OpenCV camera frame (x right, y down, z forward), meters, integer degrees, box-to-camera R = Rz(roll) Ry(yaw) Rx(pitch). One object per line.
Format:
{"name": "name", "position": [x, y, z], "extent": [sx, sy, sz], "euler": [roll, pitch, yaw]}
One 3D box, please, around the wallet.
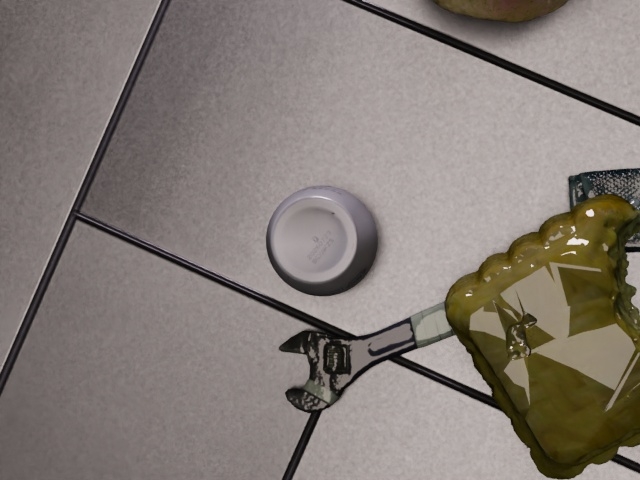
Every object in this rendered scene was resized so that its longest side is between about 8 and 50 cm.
{"name": "wallet", "position": [0.325, -0.031, 1.508], "extent": [0.129, 0.026, 0.088], "euler": [-3, 89, 7]}

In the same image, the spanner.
{"name": "spanner", "position": [0.102, 0.091, 1.537], "extent": [0.316, 0.024, 0.087], "euler": [-24, 83, 6]}

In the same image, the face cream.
{"name": "face cream", "position": [0.000, 0.000, 1.508], "extent": [0.117, 0.104, 0.117], "euler": [0, 88, 7]}

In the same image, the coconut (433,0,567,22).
{"name": "coconut", "position": [0.185, -0.357, 1.431], "extent": [0.259, 0.259, 0.259], "euler": [0, 90, 7]}

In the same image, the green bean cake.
{"name": "green bean cake", "position": [0.267, 0.097, 1.453], "extent": [0.233, 0.124, 0.236], "euler": [-32, 92, 8]}
